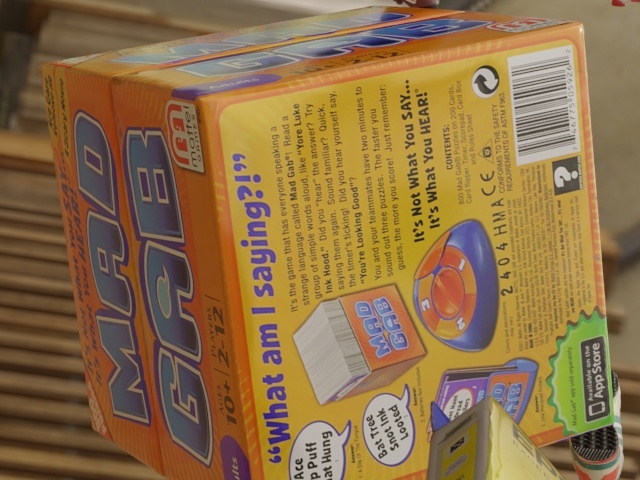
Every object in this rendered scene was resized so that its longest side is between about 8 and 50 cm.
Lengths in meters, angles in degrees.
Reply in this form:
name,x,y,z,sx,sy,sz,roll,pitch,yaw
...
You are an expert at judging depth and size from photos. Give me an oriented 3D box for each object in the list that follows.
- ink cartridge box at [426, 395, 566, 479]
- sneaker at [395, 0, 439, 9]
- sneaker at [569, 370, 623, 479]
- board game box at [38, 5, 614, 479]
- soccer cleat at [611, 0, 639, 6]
name,x,y,z,sx,sy,sz,roll,pitch,yaw
ink cartridge box,0.179,0.241,1.120,0.072,0.303,0.307,-39,-172,16
sneaker,0.067,-0.271,1.757,0.162,0.106,0.281,60,28,-26
sneaker,0.267,0.192,1.787,0.161,0.057,0.075,-79,165,-61
board game box,0.000,0.000,1.612,0.356,0.356,0.357,18,-62,60
soccer cleat,0.150,-0.247,1.217,0.095,0.248,0.083,-47,156,-12
